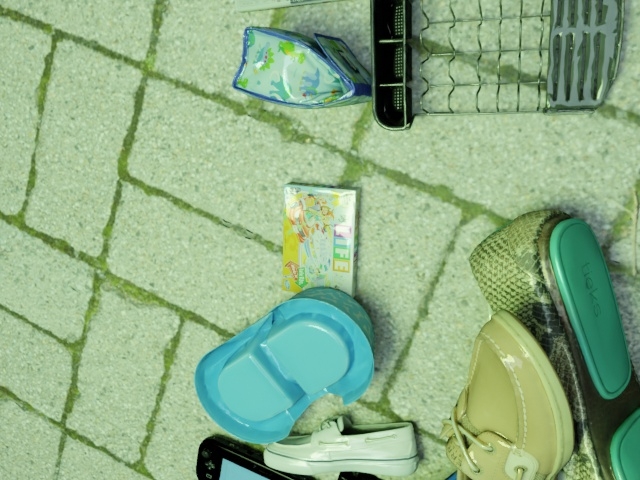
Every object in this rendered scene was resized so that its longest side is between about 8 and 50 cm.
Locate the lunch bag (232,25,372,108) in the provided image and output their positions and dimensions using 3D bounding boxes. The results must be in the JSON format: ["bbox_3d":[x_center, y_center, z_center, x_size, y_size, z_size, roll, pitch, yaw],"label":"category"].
[{"bbox_3d":[-0.009,-0.203,0.743,0.151,0.129,0.096,22,110,14],"label":"lunch bag"}]

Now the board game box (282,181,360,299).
[{"bbox_3d":[0.000,0.000,0.844,0.103,0.026,0.154,6,105,18],"label":"board game box"}]

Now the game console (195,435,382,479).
[{"bbox_3d":[-0.037,0.424,0.954,0.361,0.044,0.213,19,109,15],"label":"game console"}]

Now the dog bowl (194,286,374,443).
[{"bbox_3d":[-0.046,0.173,0.863,0.297,0.074,0.166,-36,96,29],"label":"dog bowl"}]

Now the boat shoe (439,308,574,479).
[{"bbox_3d":[0.197,0.226,0.676,0.110,0.121,0.341,-19,124,-8],"label":"boat shoe"}]

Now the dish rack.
[{"bbox_3d":[0.197,-0.234,0.693,0.272,0.074,0.208,2,105,19],"label":"dish rack"}]

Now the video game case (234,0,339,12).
[{"bbox_3d":[-0.030,-0.399,0.760,0.183,0.023,0.201,1,102,19],"label":"video game case"}]

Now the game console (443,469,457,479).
[{"bbox_3d":[0.180,0.462,0.863,0.250,0.173,0.293,-22,101,46],"label":"game console"}]

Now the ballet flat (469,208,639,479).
[{"bbox_3d":[0.310,0.202,0.722,0.182,0.164,0.482,-30,81,53],"label":"ballet flat"}]

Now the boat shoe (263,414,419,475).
[{"bbox_3d":[0.029,0.291,0.888,0.226,0.083,0.075,-2,91,8],"label":"boat shoe"}]
